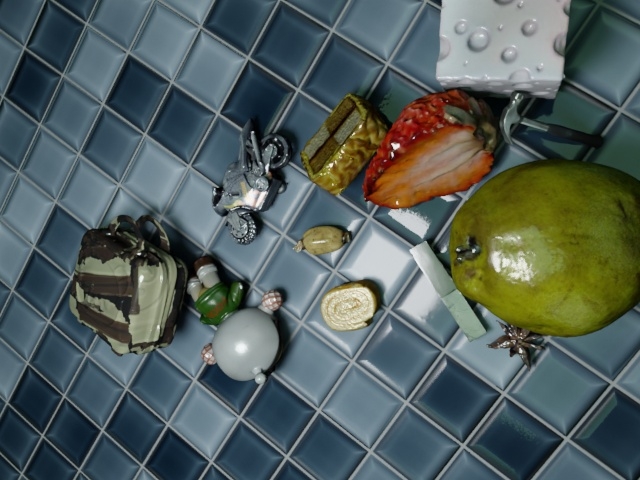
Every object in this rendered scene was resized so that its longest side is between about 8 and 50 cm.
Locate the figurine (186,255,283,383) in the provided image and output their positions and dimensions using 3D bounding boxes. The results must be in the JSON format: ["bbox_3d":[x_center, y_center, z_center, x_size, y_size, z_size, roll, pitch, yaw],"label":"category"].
[{"bbox_3d":[-0.228,0.209,1.488,0.281,0.167,0.370,-41,72,13],"label":"figurine"}]

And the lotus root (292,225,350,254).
[{"bbox_3d":[0.000,0.000,1.444,0.152,0.063,0.072,-14,99,16],"label":"lotus root"}]

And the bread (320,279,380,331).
[{"bbox_3d":[0.078,0.164,1.429,0.149,0.073,0.122,-14,95,21],"label":"bread"}]

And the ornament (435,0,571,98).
[{"bbox_3d":[0.381,-0.430,1.189,0.240,0.239,0.239,6,96,19],"label":"ornament"}]

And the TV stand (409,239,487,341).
[{"bbox_3d":[0.303,0.117,1.362,0.049,0.040,0.256,-35,83,17],"label":"TV stand"}]

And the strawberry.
[{"bbox_3d":[0.228,-0.203,1.285,0.336,0.265,0.149,-33,53,35],"label":"strawberry"}]

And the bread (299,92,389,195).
[{"bbox_3d":[0.057,-0.227,1.355,0.222,0.096,0.181,-50,34,14],"label":"bread"}]

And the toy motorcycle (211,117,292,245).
[{"bbox_3d":[-0.188,-0.147,1.475,0.173,0.108,0.307,28,100,20],"label":"toy motorcycle"}]

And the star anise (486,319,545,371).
[{"bbox_3d":[0.457,0.214,1.308,0.124,0.056,0.129,30,103,15],"label":"star anise"}]

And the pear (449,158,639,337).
[{"bbox_3d":[0.465,0.012,1.151,0.413,0.352,0.352,-3,93,1],"label":"pear"}]

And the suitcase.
[{"bbox_3d":[-0.497,0.098,1.525,0.351,0.194,0.339,23,103,38],"label":"suitcase"}]

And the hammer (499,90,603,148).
[{"bbox_3d":[0.492,-0.230,1.219,0.246,0.029,0.103,14,110,-16],"label":"hammer"}]
